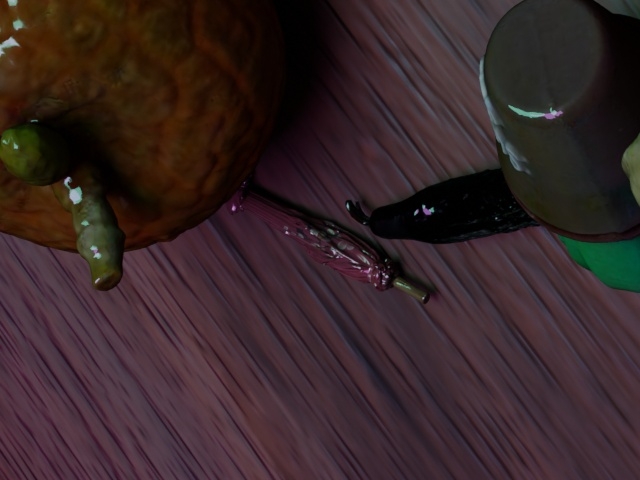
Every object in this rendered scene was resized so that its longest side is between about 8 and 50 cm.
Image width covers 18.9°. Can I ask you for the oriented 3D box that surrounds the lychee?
[{"bbox_3d":[-0.145,-0.104,1.110,0.255,0.300,0.255,6,145,4],"label":"lychee"}]

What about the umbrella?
[{"bbox_3d":[0.000,0.000,1.186,0.165,0.025,0.027,29,147,31],"label":"umbrella"}]

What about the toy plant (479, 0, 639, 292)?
[{"bbox_3d":[0.145,-0.050,0.961,0.105,0.200,0.142,-19,59,17],"label":"toy plant"}]

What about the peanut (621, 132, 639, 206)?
[{"bbox_3d":[0.275,-0.037,0.811,0.298,0.136,0.120,-4,68,24],"label":"peanut"}]

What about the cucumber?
[{"bbox_3d":[0.075,-0.018,1.101,0.163,0.039,0.043,-14,77,42],"label":"cucumber"}]
